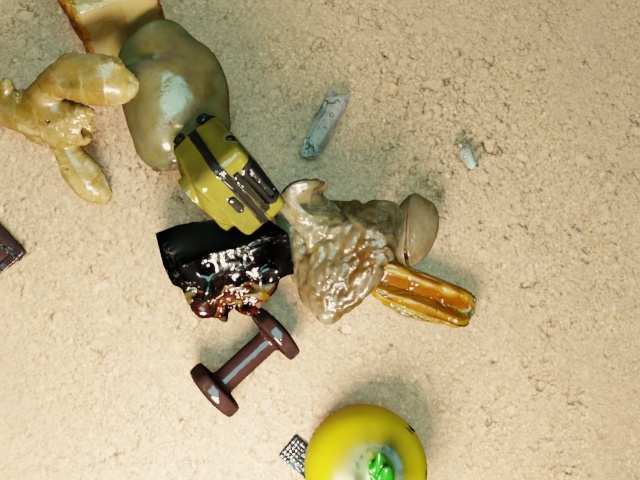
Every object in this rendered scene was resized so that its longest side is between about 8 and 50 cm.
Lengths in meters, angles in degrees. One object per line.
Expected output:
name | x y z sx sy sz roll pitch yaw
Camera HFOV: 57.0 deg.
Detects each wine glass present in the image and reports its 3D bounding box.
wine glass | 0.373 -0.218 1.502 0.039 0.042 0.083 -30 88 27

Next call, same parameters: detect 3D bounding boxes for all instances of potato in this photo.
potato | -0.328 -0.322 1.336 0.243 0.221 0.326 -18 84 -9

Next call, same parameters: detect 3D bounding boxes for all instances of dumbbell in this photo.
dumbbell | -0.165 0.266 1.299 0.225 0.140 0.124 -42 118 -13

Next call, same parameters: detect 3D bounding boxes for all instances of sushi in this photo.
sushi | -0.206 0.066 1.293 0.227 0.215 0.212 -18 118 -24

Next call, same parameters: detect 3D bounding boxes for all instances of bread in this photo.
bread | -0.504 -0.591 1.337 0.207 0.279 0.279 -28 83 -13

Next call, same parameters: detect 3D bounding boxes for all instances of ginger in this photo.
ginger | -0.579 -0.285 1.265 0.348 0.363 0.122 28 45 -2

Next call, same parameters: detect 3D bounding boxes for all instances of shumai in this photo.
shumai | 0.000 0.000 1.276 0.262 0.267 0.314 32 75 -23

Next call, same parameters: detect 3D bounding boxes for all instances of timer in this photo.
timer | 0.105 0.475 1.221 0.285 0.285 0.285 1 80 -7

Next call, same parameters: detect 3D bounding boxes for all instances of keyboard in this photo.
keyboard | 0.001 0.532 1.337 0.204 0.013 0.061 41 77 1

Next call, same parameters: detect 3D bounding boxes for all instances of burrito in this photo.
burrito | 0.009 -0.288 1.457 0.064 0.064 0.203 26 76 -2

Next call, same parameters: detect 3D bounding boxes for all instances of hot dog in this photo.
hot dog | 0.243 0.135 1.406 0.269 0.072 0.115 23 78 -4

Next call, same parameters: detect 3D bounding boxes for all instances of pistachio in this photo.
pistachio | 0.224 -0.024 1.405 0.108 0.126 0.186 2 67 20

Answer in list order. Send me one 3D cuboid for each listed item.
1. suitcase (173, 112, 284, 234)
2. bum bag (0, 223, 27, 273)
suitcase | -0.196 -0.128 1.207 0.143 0.235 0.194 -40 131 1
bum bag | -0.755 0.042 1.325 0.159 0.026 0.109 -42 87 -6
